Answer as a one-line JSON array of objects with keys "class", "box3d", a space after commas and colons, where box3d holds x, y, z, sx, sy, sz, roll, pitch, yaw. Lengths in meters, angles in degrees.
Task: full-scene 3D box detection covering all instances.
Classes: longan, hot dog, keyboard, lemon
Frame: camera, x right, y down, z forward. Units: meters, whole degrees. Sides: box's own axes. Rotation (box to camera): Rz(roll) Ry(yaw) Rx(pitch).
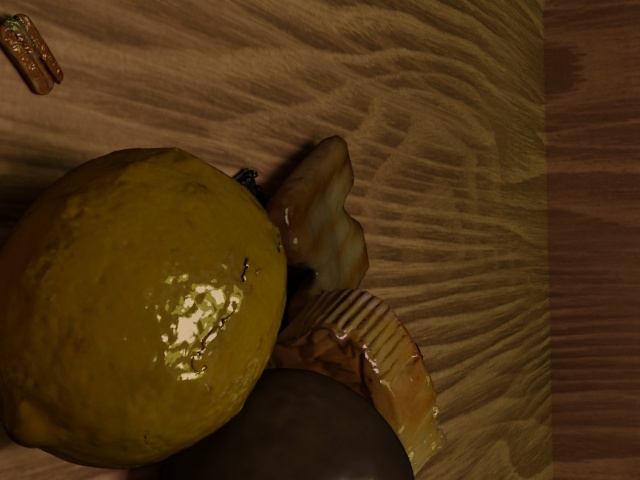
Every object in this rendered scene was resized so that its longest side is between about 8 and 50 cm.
[{"class": "longan", "box3d": [-0.044, 0.312, 0.925, 0.288, 0.288, 0.350, 21, 78, -62]}, {"class": "hot dog", "box3d": [-0.266, -0.169, 0.787, 0.037, 0.021, 0.083, -48, 137, -27]}, {"class": "keyboard", "box3d": [-0.079, 0.021, 1.149, 0.072, 0.023, 0.231, -47, 130, -52]}, {"class": "lemon", "box3d": [-0.157, 0.057, 0.741, 0.284, 0.260, 0.261, -76, 153, -57]}]

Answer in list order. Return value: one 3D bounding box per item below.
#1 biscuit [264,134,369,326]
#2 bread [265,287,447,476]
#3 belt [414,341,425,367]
[{"class": "biscuit", "box3d": [0.000, 0.000, 1.233, 0.291, 0.062, 0.237, -60, 141, -58]}, {"class": "bread", "box3d": [0.044, 0.187, 1.072, 0.133, 0.179, 0.250, -41, 109, -56]}, {"class": "belt", "box3d": [0.081, 0.261, 1.301, 0.289, 0.164, 0.184, -52, 128, -55]}]
